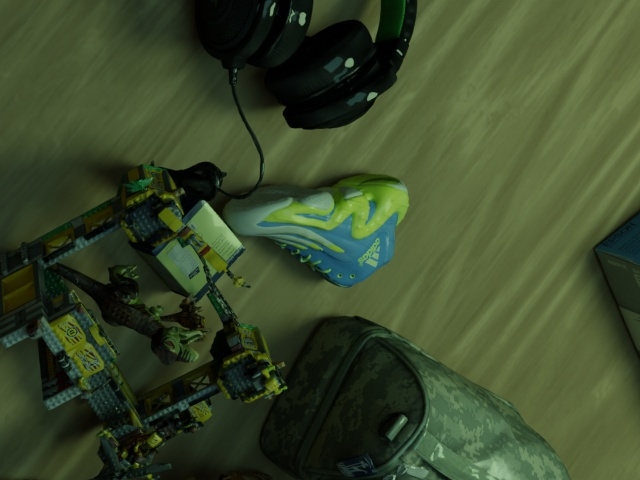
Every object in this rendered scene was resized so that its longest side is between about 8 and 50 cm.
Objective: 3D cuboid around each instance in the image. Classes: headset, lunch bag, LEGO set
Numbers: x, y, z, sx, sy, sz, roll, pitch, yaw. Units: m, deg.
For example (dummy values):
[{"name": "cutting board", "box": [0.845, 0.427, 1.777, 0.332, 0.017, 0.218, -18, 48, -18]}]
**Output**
[{"name": "headset", "box": [-0.050, -0.207, 1.898, 0.243, 0.185, 0.394, 40, 63, -28]}, {"name": "lunch bag", "box": [0.119, 0.241, 2.010, 0.305, 0.256, 0.212, 34, 82, -33]}, {"name": "LEGO set", "box": [-0.179, 0.109, 1.785, 0.255, 0.192, 0.331, -20, 120, -1]}]

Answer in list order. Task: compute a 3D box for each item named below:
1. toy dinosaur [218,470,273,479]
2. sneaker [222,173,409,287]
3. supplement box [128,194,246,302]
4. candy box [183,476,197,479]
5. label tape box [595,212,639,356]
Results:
[{"name": "toy dinosaur", "box": [-0.070, 0.318, 1.876, 0.218, 0.164, 0.322, 42, 36, -9]}, {"name": "sneaker", "box": [0.000, 0.000, 1.978, 0.240, 0.091, 0.126, -8, 106, -32]}, {"name": "supplement box", "box": [-0.142, 0.006, 1.906, 0.083, 0.056, 0.083, -48, 121, -15]}, {"name": "candy box", "box": [-0.136, 0.364, 1.928, 0.053, 0.187, 0.109, -26, 124, 24]}, {"name": "label tape box", "box": [0.531, 0.088, 2.333, 0.249, 0.115, 0.348, -38, 121, -20]}]
